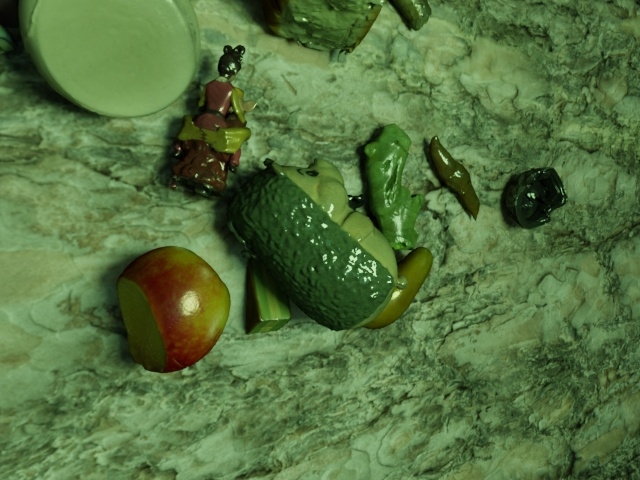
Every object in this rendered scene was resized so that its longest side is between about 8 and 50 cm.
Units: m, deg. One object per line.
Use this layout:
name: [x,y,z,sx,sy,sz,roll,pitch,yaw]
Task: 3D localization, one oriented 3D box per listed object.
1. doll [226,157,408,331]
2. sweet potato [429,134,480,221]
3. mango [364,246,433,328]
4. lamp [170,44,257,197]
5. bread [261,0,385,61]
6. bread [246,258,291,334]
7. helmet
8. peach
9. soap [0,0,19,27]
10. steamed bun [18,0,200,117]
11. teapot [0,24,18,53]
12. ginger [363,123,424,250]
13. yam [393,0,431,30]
doll: [0.000,0.000,0.798,0.349,0.247,0.247,41,73,-10]
sweet potato: [0.344,-0.153,1.081,0.274,0.067,0.067,48,71,-27]
mango: [0.167,0.106,0.953,0.099,0.136,0.227,42,77,13]
lamp: [-0.176,-0.201,0.741,0.118,0.118,0.253,18,81,-31]
bread: [0.008,-0.491,0.741,0.224,0.279,0.250,6,90,-17]
bread: [-0.114,0.106,0.855,0.074,0.084,0.139,-2,64,-30]
helmet: [0.588,-0.125,1.207,0.177,0.107,0.153,-44,118,0]
peach: [-0.241,0.111,0.682,0.190,0.190,0.192,46,71,-25]
soap: [-0.438,-0.327,0.517,0.122,0.203,0.066,-11,100,-31]
steamed bun: [-0.297,-0.302,0.622,0.231,0.145,0.232,-18,136,-18]
teapot: [-0.483,-0.233,0.552,0.149,0.108,0.111,0,95,-31]
ginger: [0.167,-0.112,0.968,0.137,0.089,0.290,-19,99,-10]
yam: [0.137,-0.599,0.920,0.067,0.071,0.317,-39,118,17]
